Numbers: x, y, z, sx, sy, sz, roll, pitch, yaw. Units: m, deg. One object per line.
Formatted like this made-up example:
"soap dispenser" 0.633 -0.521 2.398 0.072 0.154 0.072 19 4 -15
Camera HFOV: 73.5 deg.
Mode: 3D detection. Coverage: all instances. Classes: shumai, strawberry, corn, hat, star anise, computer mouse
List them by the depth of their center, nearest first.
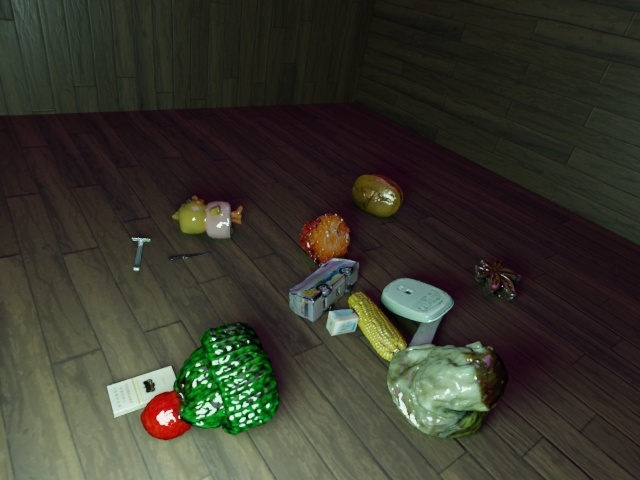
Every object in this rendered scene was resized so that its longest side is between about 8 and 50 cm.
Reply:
"hat" -0.286 0.368 1.076 0.333 0.242 0.274 -19 29 -20
"shumai" 0.369 0.370 1.194 0.304 0.263 0.309 41 48 18
"corn" 0.186 0.287 1.446 0.102 0.101 0.310 -8 37 -27
"computer mouse" 0.341 0.226 1.542 0.160 0.096 0.288 -31 29 -25
"strawberry" 0.000 0.000 1.802 0.234 0.233 0.178 -12 11 -32
"star anise" 0.747 0.167 1.813 0.220 0.098 0.214 0 48 -26

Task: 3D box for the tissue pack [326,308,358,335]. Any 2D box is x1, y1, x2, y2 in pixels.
"tissue pack" 0.075 0.276 1.452 0.095 0.074 0.058 -4 33 -27

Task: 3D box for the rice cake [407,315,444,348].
"rice cake" 0.380 0.311 1.506 0.073 0.056 0.365 17 33 21

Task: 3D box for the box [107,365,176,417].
"box" -0.470 0.399 1.143 0.167 0.024 0.090 -11 39 -31

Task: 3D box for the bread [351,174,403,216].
"bread" 0.292 -0.234 2.194 0.270 0.195 0.143 29 27 20

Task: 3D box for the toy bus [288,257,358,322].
"toy bus" 0.019 0.168 1.579 0.138 0.112 0.317 17 31 28

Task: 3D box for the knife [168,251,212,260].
"knife" -0.504 0.059 1.667 0.170 0.010 0.023 -10 38 -32

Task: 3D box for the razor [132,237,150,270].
"razor" -0.676 0.055 1.596 0.068 0.037 0.191 4 35 -19

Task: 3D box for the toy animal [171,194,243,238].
"toy animal" -0.471 -0.094 1.788 0.282 0.195 0.168 11 72 -8
